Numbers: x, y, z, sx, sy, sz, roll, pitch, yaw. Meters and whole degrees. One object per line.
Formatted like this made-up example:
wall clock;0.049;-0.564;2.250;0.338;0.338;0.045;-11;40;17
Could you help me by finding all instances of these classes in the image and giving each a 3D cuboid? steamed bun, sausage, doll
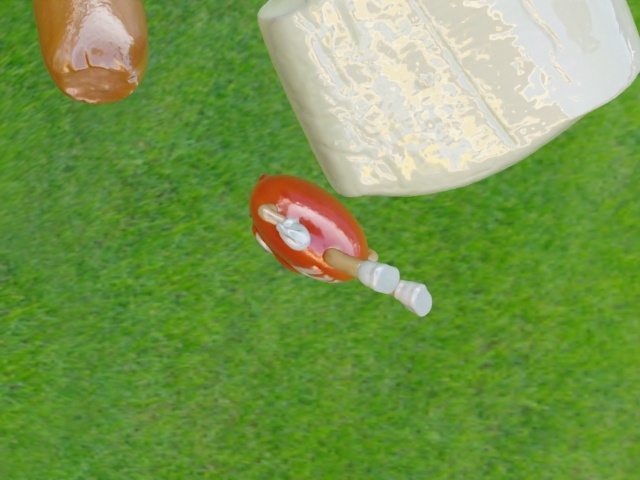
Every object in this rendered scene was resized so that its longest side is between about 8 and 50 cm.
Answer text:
steamed bun;0.093;-0.150;0.878;0.200;0.250;0.155;59;27;-19
sausage;-0.170;-0.183;0.871;0.076;0.076;0.197;6;50;-32
doll;0.000;0.000;1.185;0.085;0.217;0.183;-55;152;4
